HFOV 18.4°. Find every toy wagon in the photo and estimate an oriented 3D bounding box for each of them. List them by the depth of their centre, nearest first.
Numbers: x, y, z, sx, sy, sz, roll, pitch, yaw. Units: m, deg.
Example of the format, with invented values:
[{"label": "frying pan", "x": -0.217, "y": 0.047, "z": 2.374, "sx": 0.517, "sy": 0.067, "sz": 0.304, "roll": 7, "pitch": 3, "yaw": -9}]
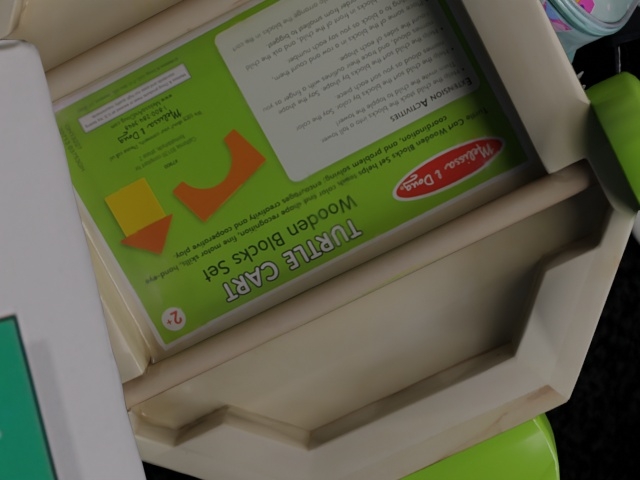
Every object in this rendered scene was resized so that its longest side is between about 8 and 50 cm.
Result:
[{"label": "toy wagon", "x": 0.000, "y": 0.000, "z": 0.746, "sx": 0.344, "sy": 0.267, "sz": 0.068, "roll": 62, "pitch": 10, "yaw": -12}]

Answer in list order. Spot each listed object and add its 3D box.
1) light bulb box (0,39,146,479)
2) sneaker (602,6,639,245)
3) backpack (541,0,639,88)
[{"label": "light bulb box", "x": -0.203, "y": 0.173, "z": 0.465, "sx": 0.225, "sy": 0.358, "sz": 0.361, "roll": -15, "pitch": 92, "yaw": -41}, {"label": "sneaker", "x": 0.208, "y": -0.079, "z": 0.988, "sx": 0.127, "sy": 0.126, "sz": 0.321, "roll": -38, "pitch": 106, "yaw": -43}, {"label": "backpack", "x": 0.049, "y": -0.118, "z": 0.842, "sx": 0.166, "sy": 0.144, "sz": 0.188, "roll": 53, "pitch": 44, "yaw": -19}]
